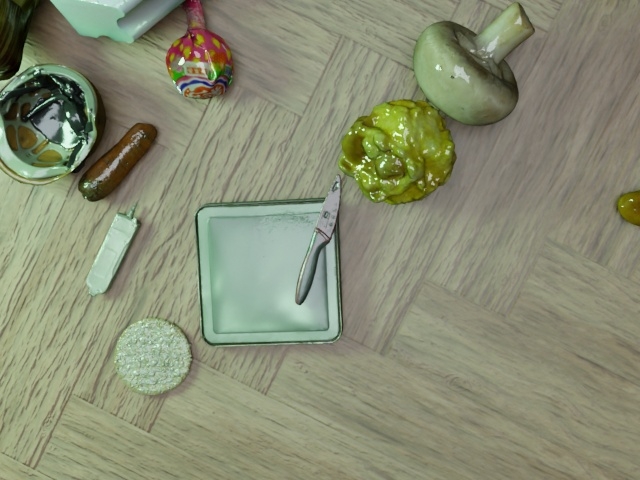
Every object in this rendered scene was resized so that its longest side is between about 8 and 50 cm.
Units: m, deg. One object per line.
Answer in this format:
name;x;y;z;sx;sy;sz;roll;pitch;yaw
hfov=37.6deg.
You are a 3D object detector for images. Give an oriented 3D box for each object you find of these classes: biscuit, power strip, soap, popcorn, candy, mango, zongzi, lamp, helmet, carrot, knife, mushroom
biscuit;-0.315;0.218;1.771;0.152;0.020;0.152;0;92;2
power strip;-0.385;0.018;1.757;0.047;0.030;0.191;27;95;3
soap;-0.312;-0.498;1.628;0.347;0.115;0.208;-39;71;-2
popcorn;0.138;-0.154;1.642;0.197;0.155;0.198;2;94;35
candy;-0.230;-0.434;1.697;0.124;0.124;0.366;-9;85;4
mango;0.591;-0.062;1.684;0.114;0.060;0.080;3;109;1
zongzi;-0.519;-0.440;1.660;0.288;0.134;0.286;-19;66;-5
lamp;-0.095;0.059;1.736;0.266;0.047;0.269;-2;93;3
helmet;-0.480;-0.213;1.700;0.198;0.130;0.224;42;106;1
carrot;-0.371;-0.145;1.735;0.060;0.060;0.186;45;88;0
knife;0.000;0.000;1.695;0.035;0.018;0.247;19;92;3
mushroom;0.273;-0.310;1.605;0.207;0.207;0.215;46;114;0
